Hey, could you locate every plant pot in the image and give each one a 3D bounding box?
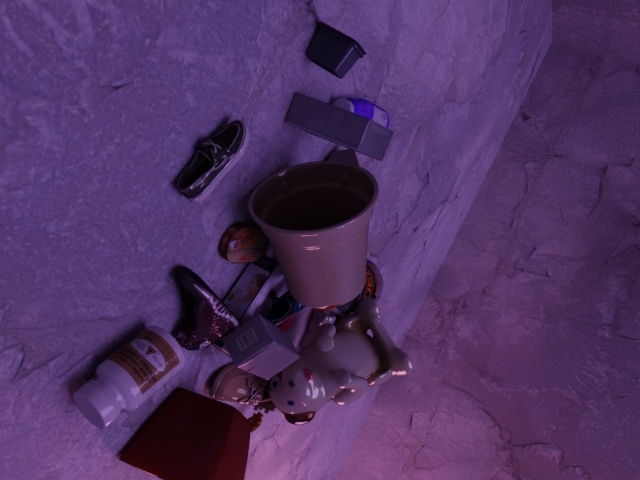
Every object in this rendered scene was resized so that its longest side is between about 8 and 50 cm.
[{"bbox_3d":[-0.335,0.563,1.667,0.267,0.268,0.235,71,39,-57],"label":"plant pot"},{"bbox_3d":[0.000,0.000,1.621,0.334,0.334,0.305,-44,139,-37],"label":"plant pot"},{"bbox_3d":[0.075,-0.223,1.877,0.109,0.109,0.096,64,21,-60],"label":"plant pot"}]

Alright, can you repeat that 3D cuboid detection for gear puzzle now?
[{"bbox_3d":[-0.147,0.542,2.118,0.044,0.176,0.339,50,60,-18],"label":"gear puzzle"}]

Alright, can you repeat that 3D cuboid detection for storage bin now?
[{"bbox_3d":[0.034,-0.479,1.548,0.091,0.135,0.098,-54,156,5],"label":"storage bin"}]

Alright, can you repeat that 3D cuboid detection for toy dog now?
[{"bbox_3d":[0.014,0.406,1.961,0.408,0.284,0.395,-23,174,-28],"label":"toy dog"}]

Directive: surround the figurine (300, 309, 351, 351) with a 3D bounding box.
[{"bbox_3d":[0.007,0.357,2.337,0.215,0.092,0.209,0,117,-62],"label":"figurine"}]

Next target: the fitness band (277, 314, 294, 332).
[{"bbox_3d":[-0.163,0.253,1.941,0.209,0.054,0.290,19,95,-63],"label":"fitness band"}]

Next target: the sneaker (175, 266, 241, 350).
[{"bbox_3d":[-0.320,0.195,1.518,0.162,0.106,0.281,-41,139,-9],"label":"sneaker"}]

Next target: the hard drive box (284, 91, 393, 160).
[{"bbox_3d":[0.052,-0.302,1.614,0.181,0.232,0.089,5,109,-63],"label":"hard drive box"}]

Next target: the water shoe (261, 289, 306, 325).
[{"bbox_3d":[-0.078,0.174,1.724,0.203,0.073,0.080,-41,173,-13],"label":"water shoe"}]

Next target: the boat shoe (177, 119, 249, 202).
[{"bbox_3d":[-0.236,-0.185,1.342,0.219,0.078,0.070,-58,156,-10],"label":"boat shoe"}]

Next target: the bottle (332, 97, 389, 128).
[{"bbox_3d":[0.121,-0.372,1.851,0.283,0.092,0.118,-1,110,-63],"label":"bottle"}]

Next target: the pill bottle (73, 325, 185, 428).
[{"bbox_3d":[-0.429,0.307,1.363,0.229,0.131,0.131,-41,146,-41],"label":"pill bottle"}]

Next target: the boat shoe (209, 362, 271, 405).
[{"bbox_3d":[-0.228,0.465,1.934,0.121,0.110,0.341,-65,156,2],"label":"boat shoe"}]

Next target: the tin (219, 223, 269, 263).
[{"bbox_3d":[-0.205,0.008,1.638,0.190,0.040,0.106,2,107,-64],"label":"tin"}]

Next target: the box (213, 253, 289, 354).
[{"bbox_3d":[-0.206,0.195,1.750,0.289,0.087,0.169,-57,154,-15],"label":"box"}]

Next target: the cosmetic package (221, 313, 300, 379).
[{"bbox_3d":[-0.158,0.297,1.665,0.127,0.107,0.238,-35,152,2],"label":"cosmetic package"}]

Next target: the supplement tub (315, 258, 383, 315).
[{"bbox_3d":[0.075,0.156,2.125,0.338,0.207,0.207,4,109,-64],"label":"supplement tub"}]
